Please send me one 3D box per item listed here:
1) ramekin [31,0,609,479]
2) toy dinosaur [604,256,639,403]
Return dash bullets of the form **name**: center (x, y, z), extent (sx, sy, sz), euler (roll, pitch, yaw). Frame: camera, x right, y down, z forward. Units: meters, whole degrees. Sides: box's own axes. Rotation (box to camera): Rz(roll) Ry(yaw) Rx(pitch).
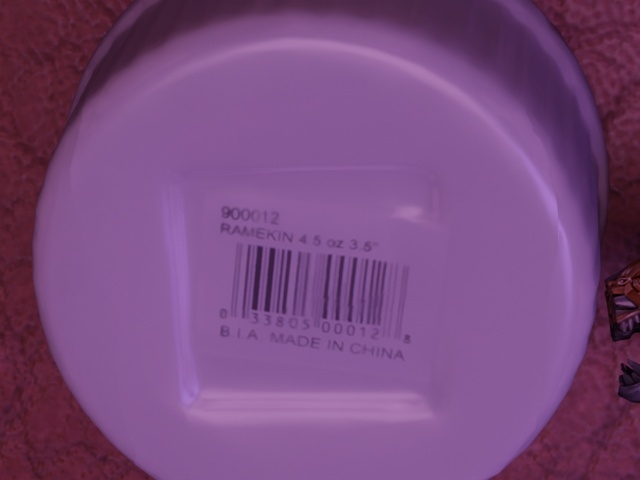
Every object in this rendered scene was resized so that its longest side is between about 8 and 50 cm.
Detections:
- **ramekin**: center (0.000, 0.000, 0.680), extent (0.277, 0.135, 0.277), euler (2, 113, 6)
- **toy dinosaur**: center (0.293, 0.056, 0.627), extent (0.322, 0.164, 0.218), euler (-7, 81, 22)
